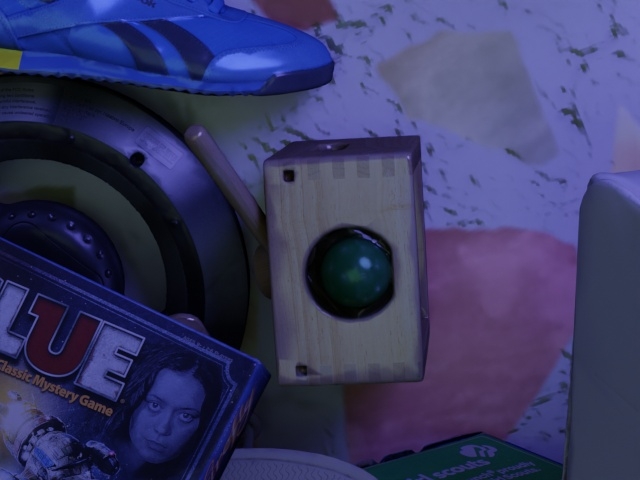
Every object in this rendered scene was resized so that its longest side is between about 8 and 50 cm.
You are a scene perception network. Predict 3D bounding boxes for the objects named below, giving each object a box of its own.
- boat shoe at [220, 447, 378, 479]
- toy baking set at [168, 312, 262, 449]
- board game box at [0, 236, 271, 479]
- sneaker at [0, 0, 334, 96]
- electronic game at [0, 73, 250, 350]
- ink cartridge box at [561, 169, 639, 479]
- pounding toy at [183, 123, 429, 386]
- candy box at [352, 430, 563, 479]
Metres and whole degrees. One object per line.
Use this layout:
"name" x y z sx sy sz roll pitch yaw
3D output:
"boat shoe" -0.061 0.162 0.674 0.233 0.084 0.079 -16 135 23
"toy baking set" -0.133 0.138 0.735 0.197 0.030 0.256 4 119 -3
"board game box" -0.168 0.083 0.640 0.243 0.042 0.165 23 78 13
"sneaker" -0.094 -0.120 0.684 0.209 0.069 0.082 7 101 -4
"electronic game" -0.152 0.022 0.733 0.229 0.048 0.229 1 108 5
"ink cartridge box" 0.321 0.065 0.494 0.385 0.279 0.160 -8 113 -19
"pounding toy" 0.000 0.000 0.666 0.100 0.141 0.130 -3 99 7
"candy box" 0.136 0.266 0.617 0.317 0.122 0.268 16 106 47
